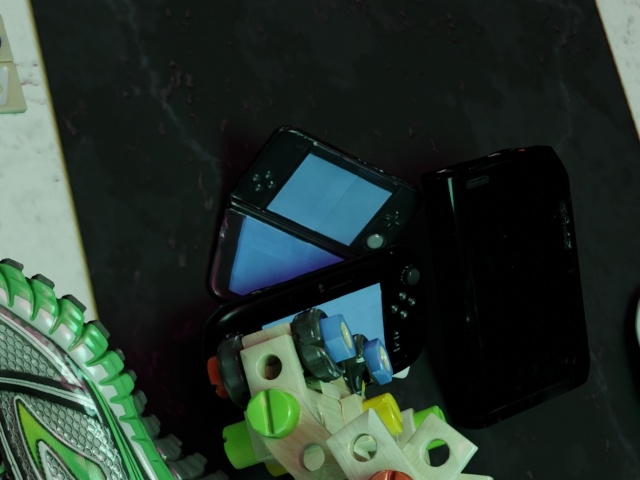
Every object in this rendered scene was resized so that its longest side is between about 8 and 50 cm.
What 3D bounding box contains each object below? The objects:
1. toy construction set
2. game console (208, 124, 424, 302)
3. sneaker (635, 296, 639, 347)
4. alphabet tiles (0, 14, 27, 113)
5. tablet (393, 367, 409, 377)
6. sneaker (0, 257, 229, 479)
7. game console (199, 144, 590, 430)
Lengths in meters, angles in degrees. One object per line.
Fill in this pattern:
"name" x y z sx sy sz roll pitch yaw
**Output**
"toy construction set" 0.025 0.161 0.997 0.151 0.327 0.215 -16 72 -1
"game console" 0.000 0.000 1.176 0.144 0.124 0.085 25 30 -27
"sneaker" 0.390 0.040 1.407 0.114 0.152 0.305 42 52 -17
"alphabet tiles" -0.334 -0.174 1.050 0.237 0.009 0.198 -8 75 -40
"tablet" 0.042 0.080 1.201 0.083 0.006 0.054 11 96 -33
"sneaker" -0.174 0.141 0.941 0.343 0.134 0.146 48 54 -7
"game console" 0.066 0.065 1.177 0.361 0.044 0.213 -19 107 -32
